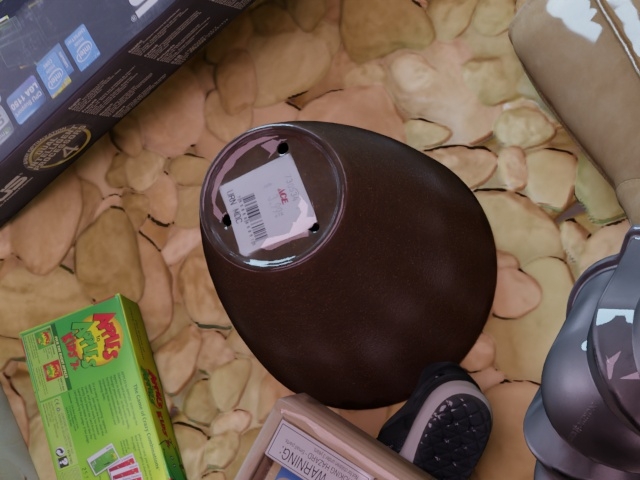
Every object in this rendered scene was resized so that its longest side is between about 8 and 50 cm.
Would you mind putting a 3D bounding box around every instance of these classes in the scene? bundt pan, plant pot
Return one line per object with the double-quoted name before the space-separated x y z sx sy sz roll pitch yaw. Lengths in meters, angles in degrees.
"bundt pan" 0.269 0.148 1.238 0.331 0.124 0.330 18 127 27
"plant pot" 0.000 0.000 1.447 0.215 0.230 0.215 -5 75 17

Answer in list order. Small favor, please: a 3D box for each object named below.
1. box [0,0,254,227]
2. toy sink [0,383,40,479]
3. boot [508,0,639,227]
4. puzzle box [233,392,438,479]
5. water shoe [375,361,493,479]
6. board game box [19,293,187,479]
"box" -0.233 -0.241 1.607 0.395 0.097 0.318 -38 69 24
"toy sink" -0.364 0.198 1.555 0.234 0.153 0.131 -28 69 8
"boot" 0.278 -0.123 1.423 0.236 0.089 0.269 -31 49 12
"puzzle box" 0.076 0.327 1.385 0.409 0.052 0.272 32 104 20
"water shoe" 0.064 0.185 1.473 0.073 0.080 0.203 28 106 -18
"board game box" -0.170 0.144 1.564 0.092 0.043 0.181 -21 70 11
